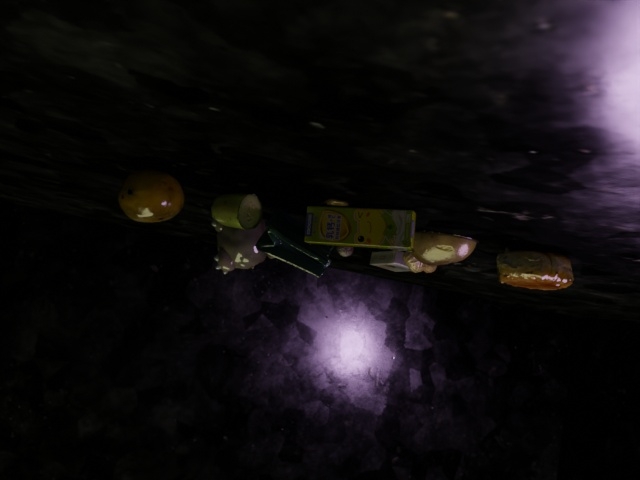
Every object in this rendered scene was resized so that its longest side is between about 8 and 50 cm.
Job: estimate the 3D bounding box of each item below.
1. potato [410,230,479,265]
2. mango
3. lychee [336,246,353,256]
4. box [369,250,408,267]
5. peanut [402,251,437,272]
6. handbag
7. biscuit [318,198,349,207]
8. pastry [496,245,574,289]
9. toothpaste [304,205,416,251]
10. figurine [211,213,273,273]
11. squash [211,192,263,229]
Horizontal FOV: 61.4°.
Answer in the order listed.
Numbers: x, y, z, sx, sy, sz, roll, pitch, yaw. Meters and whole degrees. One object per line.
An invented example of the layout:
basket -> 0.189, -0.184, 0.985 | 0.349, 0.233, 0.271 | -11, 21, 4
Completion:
potato -> 0.381, 0.031, 1.802 | 0.261, 0.100, 0.120 | 5, 171, 36
mango -> -0.513, -0.141, 1.641 | 0.177, 0.175, 0.329 | 49, 178, -21
lychee -> 0.109, 0.038, 2.384 | 0.083, 0.068, 0.067 | 22, 126, -39
box -> 0.342, 0.094, 2.440 | 0.149, 0.067, 0.233 | 13, 171, -20
peanut -> 0.415, 0.089, 2.220 | 0.194, 0.094, 0.083 | 20, 155, -38
handbag -> -0.075, 0.008, 1.754 | 0.238, 0.089, 0.326 | 29, -168, -3
biscuit -> 0.038, -0.105, 1.606 | 0.071, 0.019, 0.147 | 11, 171, -16
pastry -> 0.691, 0.089, 1.743 | 0.235, 0.121, 0.257 | 4, 168, 19
toothpaste -> 0.116, -0.035, 1.568 | 0.327, 0.111, 0.077 | 4, 175, 18
figurine -> -0.236, 0.002, 2.088 | 0.380, 0.249, 0.203 | 0, 173, -30
squash -> -0.284, -0.101, 1.750 | 0.186, 0.123, 0.123 | 11, 174, 40
